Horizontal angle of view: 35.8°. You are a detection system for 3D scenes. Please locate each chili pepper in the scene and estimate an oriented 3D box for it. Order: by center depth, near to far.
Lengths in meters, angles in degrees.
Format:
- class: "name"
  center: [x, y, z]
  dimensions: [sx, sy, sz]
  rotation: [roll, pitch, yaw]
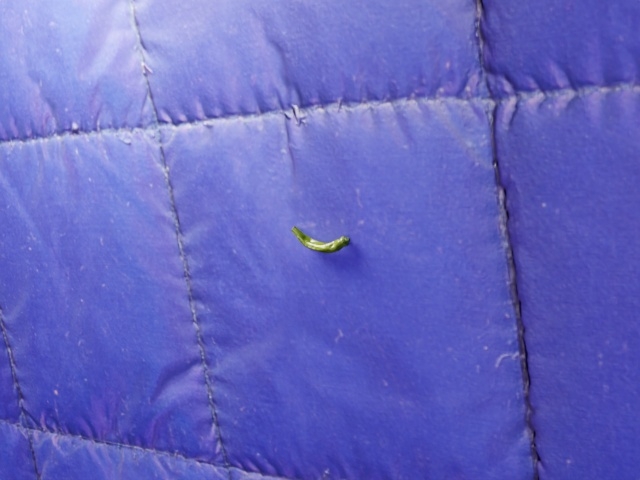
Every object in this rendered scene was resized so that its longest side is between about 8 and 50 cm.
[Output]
- class: "chili pepper"
  center: [0.001, 0.000, 1.191]
  dimensions: [0.083, 0.017, 0.030]
  rotation: [5, 101, 35]
